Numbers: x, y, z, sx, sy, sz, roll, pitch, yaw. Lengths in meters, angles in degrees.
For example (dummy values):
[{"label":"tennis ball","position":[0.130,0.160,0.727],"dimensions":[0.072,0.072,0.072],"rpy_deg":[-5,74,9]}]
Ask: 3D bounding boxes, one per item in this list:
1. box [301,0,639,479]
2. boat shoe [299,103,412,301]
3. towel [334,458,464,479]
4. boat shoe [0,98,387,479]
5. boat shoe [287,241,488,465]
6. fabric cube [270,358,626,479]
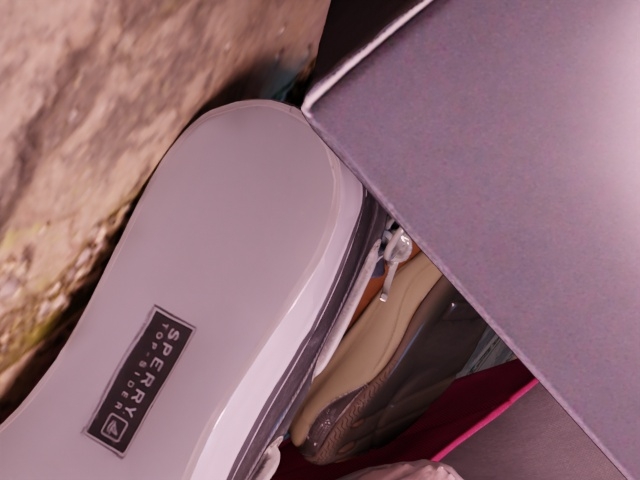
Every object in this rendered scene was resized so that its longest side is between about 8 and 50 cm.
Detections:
[{"label":"box","position":[0.156,-0.026,0.559],"dimensions":[0.183,0.296,0.294],"rpy_deg":[-39,-167,15]},{"label":"boat shoe","position":[0.000,0.000,0.820],"dimensions":[0.254,0.079,0.095],"rpy_deg":[-57,167,15]},{"label":"towel","position":[-0.116,0.235,0.695],"dimensions":[0.317,0.053,0.332],"rpy_deg":[-32,-171,41]},{"label":"boat shoe","position":[-0.073,0.088,0.702],"dimensions":[0.306,0.113,0.105],"rpy_deg":[-62,155,-3]},{"label":"boat shoe","position":[0.064,-0.028,0.905],"dimensions":[0.324,0.120,0.122],"rpy_deg":[-50,156,16]},{"label":"fabric cube","position":[0.062,0.236,1.036],"dimensions":[0.258,0.254,0.259],"rpy_deg":[-21,-176,38]}]
